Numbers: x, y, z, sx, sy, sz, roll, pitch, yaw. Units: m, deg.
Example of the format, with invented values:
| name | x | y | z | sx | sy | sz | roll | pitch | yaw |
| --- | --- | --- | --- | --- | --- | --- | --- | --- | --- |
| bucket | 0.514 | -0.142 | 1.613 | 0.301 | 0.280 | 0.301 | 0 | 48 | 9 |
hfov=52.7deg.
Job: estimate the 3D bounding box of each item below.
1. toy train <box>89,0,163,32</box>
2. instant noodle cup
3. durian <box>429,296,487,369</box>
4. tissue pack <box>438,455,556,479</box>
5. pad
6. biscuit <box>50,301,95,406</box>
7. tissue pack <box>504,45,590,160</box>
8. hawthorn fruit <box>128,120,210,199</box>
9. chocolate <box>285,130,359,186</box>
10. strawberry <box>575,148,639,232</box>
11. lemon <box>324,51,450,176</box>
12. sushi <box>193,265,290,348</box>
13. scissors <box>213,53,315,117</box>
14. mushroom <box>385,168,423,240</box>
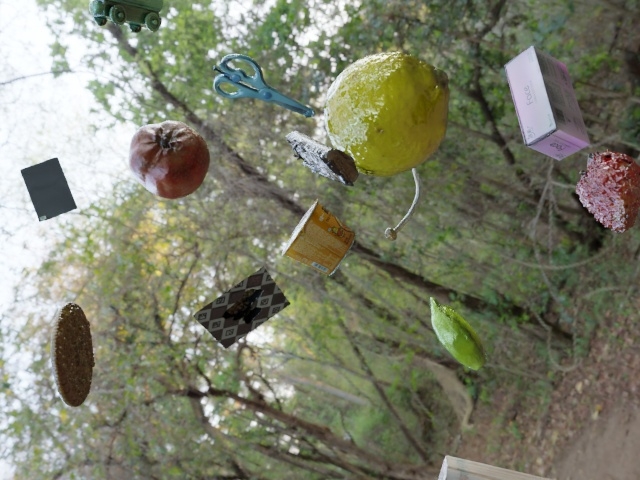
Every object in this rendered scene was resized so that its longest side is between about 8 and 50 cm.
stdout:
| name | x | y | z | sx | sy | sz | roll | pitch | yaw |
| --- | --- | --- | --- | --- | --- | --- | --- | --- | --- |
| toy train | -0.547 | -0.679 | 1.839 | 0.248 | 0.101 | 0.159 | -12 | -67 | -59 |
| instant noodle cup | 0.000 | 0.000 | 2.062 | 0.215 | 0.172 | 0.216 | -56 | 6 | 9 |
| durian | 0.407 | 0.282 | 1.936 | 0.101 | 0.250 | 0.139 | -42 | 4 | 6 |
| tissue pack | 0.362 | 0.498 | 1.140 | 0.071 | 0.326 | 0.170 | -62 | -17 | -75 |
| pad | -0.807 | -0.153 | 1.915 | 0.116 | 0.193 | 0.004 | -22 | -19 | -14 |
| biscuit | -0.711 | 0.328 | 1.873 | 0.305 | 0.038 | 0.305 | 174 | 90 | -87 |
| tissue pack | 0.555 | -0.332 | 1.580 | 0.092 | 0.149 | 0.246 | -33 | 54 | 45 |
| hawthorn fruit | -0.539 | -0.272 | 2.332 | 0.330 | 0.287 | 0.287 | 101 | -167 | -65 |
| chocolate | -0.002 | -0.187 | 1.410 | 0.065 | 0.102 | 0.329 | -47 | 24 | -1 |
| strawberry | 0.622 | -0.121 | 1.383 | 0.192 | 0.140 | 0.085 | -60 | -31 | -17 |
| lemon | 0.194 | -0.363 | 1.829 | 0.387 | 0.350 | 0.349 | -36 | 14 | 38 |
| sushi | -0.224 | 0.177 | 1.807 | 0.231 | 0.047 | 0.219 | -35 | -38 | -5 |
| scissors | -0.182 | -0.505 | 2.181 | 0.180 | 0.393 | 0.032 | -42 | 40 | 42 |
| mushroom | 0.281 | -0.128 | 2.031 | 0.043 | 0.068 | 0.306 | 105 | -170 | -69 |
